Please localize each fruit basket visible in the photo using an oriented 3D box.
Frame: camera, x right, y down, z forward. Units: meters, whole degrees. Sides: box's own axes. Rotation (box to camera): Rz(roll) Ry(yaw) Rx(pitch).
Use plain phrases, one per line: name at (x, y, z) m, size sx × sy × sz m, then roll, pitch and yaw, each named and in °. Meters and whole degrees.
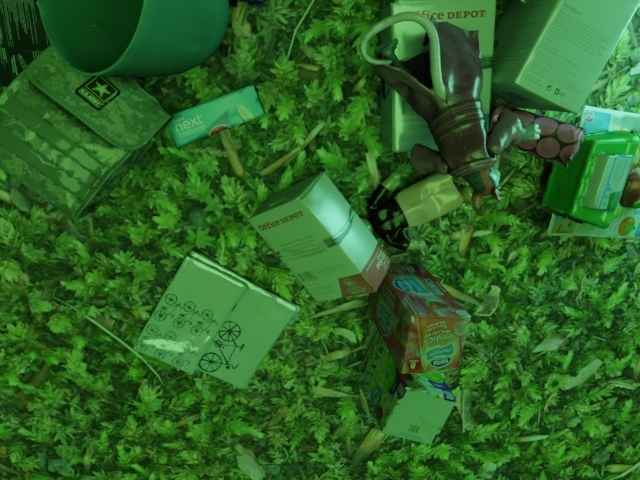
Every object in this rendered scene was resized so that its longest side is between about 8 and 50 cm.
fruit basket at (0.766, -0.155, 1.150) m, size 0.354 × 0.165 × 0.326 m, roll 5°, pitch 109°, yaw -13°

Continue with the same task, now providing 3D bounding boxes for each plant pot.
plant pot at (-0.307, -0.431, 0.807) m, size 0.293 × 0.235 × 0.292 m, roll 7°, pitch 103°, yaw 31°

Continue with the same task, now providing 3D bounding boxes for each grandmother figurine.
grandmother figurine at (0.204, -0.067, 1.144) m, size 0.343 × 0.104 × 0.207 m, roll -23°, pitch 85°, yaw 4°

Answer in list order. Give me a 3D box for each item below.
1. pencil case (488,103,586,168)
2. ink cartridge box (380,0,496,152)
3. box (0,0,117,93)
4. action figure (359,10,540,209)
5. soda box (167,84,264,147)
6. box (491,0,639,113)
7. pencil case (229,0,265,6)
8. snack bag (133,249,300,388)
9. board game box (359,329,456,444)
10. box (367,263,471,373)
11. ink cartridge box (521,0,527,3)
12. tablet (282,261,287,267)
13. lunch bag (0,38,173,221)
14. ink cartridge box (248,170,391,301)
pencil case at (0.506, -0.249, 1.077) m, size 0.209 × 0.095 × 0.098 m, roll 28°, pitch 140°, yaw 22°
ink cartridge box at (0.255, -0.369, 1.021) m, size 0.223 × 0.129 × 0.307 m, roll -5°, pitch 110°, yaw -4°
box at (-0.533, -0.362, 0.947) m, size 0.243 × 0.076 × 0.307 m, roll -1°, pitch 110°, yaw -7°
action figure at (0.265, -0.236, 0.848) m, size 0.248 × 0.276 × 0.369 m, roll -24°, pitch 84°, yaw 21°
soda box at (-0.235, -0.282, 1.020) m, size 0.210 × 0.067 × 0.071 m, roll -20°, pitch 111°, yaw 1°
box at (0.514, -0.473, 0.975) m, size 0.168 × 0.215 × 0.345 m, roll 20°, pitch 106°, yaw -14°
pencil case at (-0.124, -0.622, 0.887) m, size 0.133 × 0.119 × 0.305 m, roll -3°, pitch 117°, yaw -53°
snack bag at (-0.274, 0.235, 1.214) m, size 0.343 × 0.037 × 0.323 m, roll 30°, pitch 102°, yaw -17°
board game box at (0.219, 0.374, 1.200) m, size 0.145 × 0.275 × 0.142 m, roll 18°, pitch 106°, yaw -13°
box at (0.228, 0.180, 1.121) m, size 0.142 × 0.300 × 0.153 m, roll 2°, pitch 110°, yaw -10°
ink cartridge box at (0.342, -0.697, 0.912) m, size 0.330 × 0.071 × 0.324 m, roll 27°, pitch 94°, yaw -10°
tablet at (-0.083, 0.028, 1.182) m, size 0.054 × 0.006 × 0.083 m, roll -24°, pitch 110°, yaw 2°
lunch bag at (-0.467, -0.221, 0.881) m, size 0.235 × 0.169 × 0.287 m, roll 40°, pitch 92°, yaw -16°
ink cartridge box at (0.000, 0.000, 1.071) m, size 0.207 × 0.117 × 0.283 m, roll -16°, pitch 119°, yaw 46°
